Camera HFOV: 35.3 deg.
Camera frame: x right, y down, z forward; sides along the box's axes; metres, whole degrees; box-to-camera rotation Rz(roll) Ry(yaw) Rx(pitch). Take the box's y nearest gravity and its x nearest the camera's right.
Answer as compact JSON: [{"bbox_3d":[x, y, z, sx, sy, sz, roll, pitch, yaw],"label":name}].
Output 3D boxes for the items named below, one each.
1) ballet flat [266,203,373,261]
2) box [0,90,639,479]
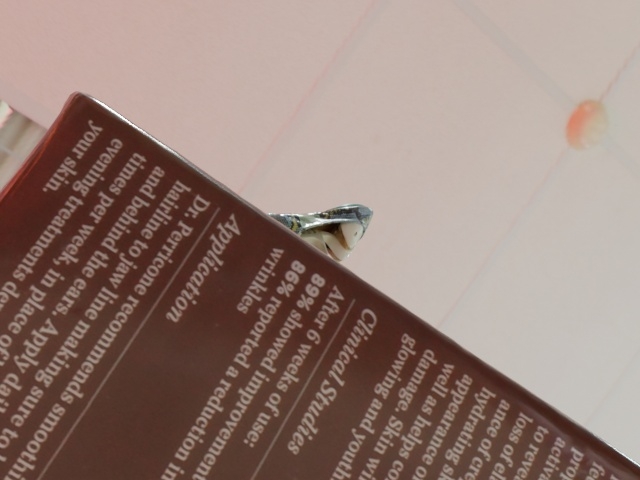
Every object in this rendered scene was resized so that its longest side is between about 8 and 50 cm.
[{"bbox_3d":[0.000,0.000,1.160,0.188,0.070,0.070,-9,-64,-40],"label":"ballet flat"},{"bbox_3d":[-0.002,0.132,0.433,0.381,0.143,0.191,34,-113,-6],"label":"box"}]
